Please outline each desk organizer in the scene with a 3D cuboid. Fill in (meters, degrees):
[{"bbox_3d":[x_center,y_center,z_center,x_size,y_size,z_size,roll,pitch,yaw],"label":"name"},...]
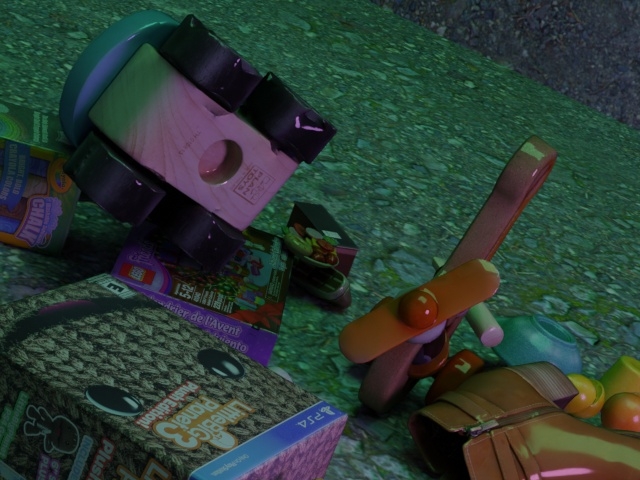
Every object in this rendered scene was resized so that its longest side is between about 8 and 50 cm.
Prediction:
[{"bbox_3d":[0.000,0.000,2.155,0.047,0.050,0.130,9,24,-29],"label":"desk organizer"}]

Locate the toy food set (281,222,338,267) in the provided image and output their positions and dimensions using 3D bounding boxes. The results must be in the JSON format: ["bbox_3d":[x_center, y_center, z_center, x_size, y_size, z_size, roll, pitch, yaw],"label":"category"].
[{"bbox_3d":[-0.012,0.006,2.020,0.083,0.020,0.082,24,20,-15],"label":"toy food set"}]

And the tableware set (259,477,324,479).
[{"bbox_3d":[-0.014,0.275,1.337,0.024,0.154,0.104,-10,-18,38],"label":"tableware set"}]

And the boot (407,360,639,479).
[{"bbox_3d":[0.246,0.244,1.717,0.220,0.109,0.283,-14,53,-42],"label":"boot"}]

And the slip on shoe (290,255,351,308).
[{"bbox_3d":[-0.005,0.045,2.059,0.135,0.051,0.041,31,-18,45],"label":"slip on shoe"}]

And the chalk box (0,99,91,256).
[{"bbox_3d":[-0.347,-0.074,1.903,0.213,0.132,0.132,16,20,-15],"label":"chalk box"}]

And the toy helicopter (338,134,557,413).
[{"bbox_3d":[0.144,0.039,1.763,0.140,0.355,0.235,36,13,17],"label":"toy helicopter"}]

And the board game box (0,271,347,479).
[{"bbox_3d":[-0.167,0.174,1.435,0.291,0.141,0.232,29,22,20],"label":"board game box"}]

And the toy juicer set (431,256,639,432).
[{"bbox_3d":[0.266,0.156,1.960,0.329,0.089,0.209,29,18,-7],"label":"toy juicer set"}]

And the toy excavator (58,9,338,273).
[{"bbox_3d":[-0.175,-0.161,1.941,0.433,0.222,0.445,34,8,-48],"label":"toy excavator"}]

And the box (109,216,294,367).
[{"bbox_3d":[-0.139,0.043,1.905,0.201,0.057,0.293,19,20,-4],"label":"box"}]

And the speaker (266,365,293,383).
[{"bbox_3d":[-0.085,0.167,1.652,0.055,0.055,0.136,31,23,26],"label":"speaker"}]
